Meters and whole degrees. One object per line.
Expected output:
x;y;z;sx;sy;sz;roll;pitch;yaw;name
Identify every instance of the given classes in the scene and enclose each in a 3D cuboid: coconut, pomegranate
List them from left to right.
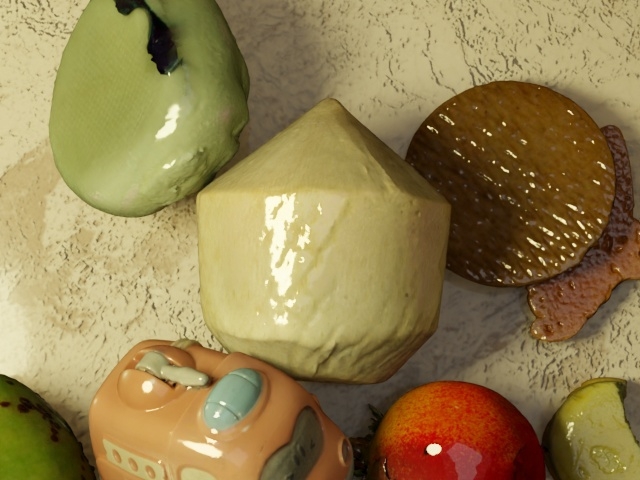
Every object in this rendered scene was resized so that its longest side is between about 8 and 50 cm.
-0.401;0.290;1.692;0.323;0.291;0.290;-3;84;-22;pomegranate
0.000;0.000;1.742;0.329;0.329;0.328;0;84;-2;coconut
0.141;0.257;1.766;0.235;0.210;0.210;14;83;25;pomegranate

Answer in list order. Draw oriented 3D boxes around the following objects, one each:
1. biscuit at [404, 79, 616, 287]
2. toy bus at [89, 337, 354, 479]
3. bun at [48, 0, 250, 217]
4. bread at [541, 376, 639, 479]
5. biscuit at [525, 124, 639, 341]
0.226;-0.067;1.859;0.262;0.037;0.262;-3;74;9;biscuit
-0.114;0.213;1.661;0.288;0.232;0.194;15;49;30;toy bus
-0.177;-0.158;1.796;0.187;0.293;0.293;14;82;-38;bun
0.327;0.245;1.832;0.125;0.086;0.156;-19;82;3;bread
0.311;-0.009;1.878;0.183;0.043;0.280;17;78;1;biscuit
